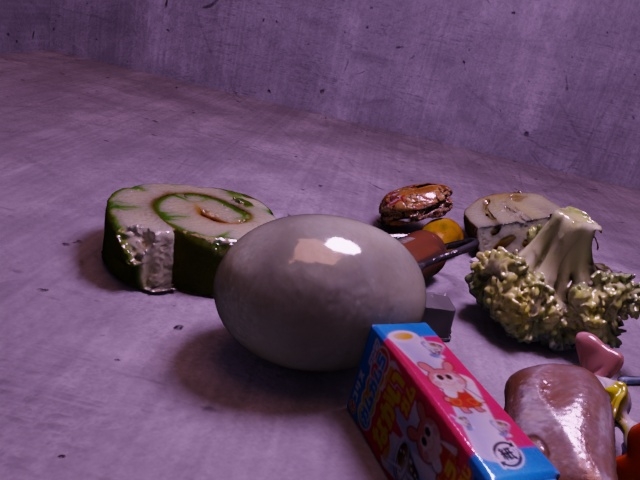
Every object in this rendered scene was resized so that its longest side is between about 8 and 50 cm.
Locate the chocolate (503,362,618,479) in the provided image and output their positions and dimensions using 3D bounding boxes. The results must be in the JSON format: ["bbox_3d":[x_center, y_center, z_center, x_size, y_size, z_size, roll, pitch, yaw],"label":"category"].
[{"bbox_3d":[0.312,0.255,0.785,0.161,0.083,0.261,-17,23,26],"label":"chocolate"}]

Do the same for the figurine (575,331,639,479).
[{"bbox_3d":[0.499,0.302,0.821,0.193,0.154,0.421,1,26,-38],"label":"figurine"}]

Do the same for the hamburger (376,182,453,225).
[{"bbox_3d":[0.264,-0.101,1.624,0.231,0.106,0.231,-8,8,1],"label":"hamburger"}]

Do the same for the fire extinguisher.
[{"bbox_3d":[0.229,0.054,1.298,0.200,0.113,0.376,12,19,30],"label":"fire extinguisher"}]

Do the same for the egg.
[{"bbox_3d":[0.003,0.084,0.929,0.352,0.258,0.258,2,24,-18],"label":"egg"}]

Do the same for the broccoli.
[{"bbox_3d":[0.483,0.060,1.210,0.348,0.281,0.293,13,34,-3],"label":"broccoli"}]

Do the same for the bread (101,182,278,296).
[{"bbox_3d":[-0.256,-0.011,1.180,0.366,0.129,0.382,23,25,22],"label":"bread"}]

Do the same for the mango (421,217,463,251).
[{"bbox_3d":[0.320,-0.007,1.547,0.111,0.089,0.163,28,33,34],"label":"mango"}]

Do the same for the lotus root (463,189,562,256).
[{"bbox_3d":[0.540,-0.039,1.684,0.267,0.149,0.260,-8,20,-3],"label":"lotus root"}]

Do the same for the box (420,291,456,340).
[{"bbox_3d":[0.206,0.145,1.142,0.122,0.069,0.084,8,22,-12],"label":"box"}]

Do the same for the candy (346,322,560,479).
[{"bbox_3d":[0.147,0.250,0.740,0.100,0.157,0.306,3,24,-22],"label":"candy"}]

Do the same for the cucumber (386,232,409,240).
[{"bbox_3d":[0.138,-0.001,1.471,0.184,0.033,0.036,-1,50,-6],"label":"cucumber"}]

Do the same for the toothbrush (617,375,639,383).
[{"bbox_3d":[0.683,0.282,1.151,0.220,0.016,0.019,6,32,-20],"label":"toothbrush"}]

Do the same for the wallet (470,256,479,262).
[{"bbox_3d":[0.442,0.067,1.537,0.044,0.011,0.083,-8,31,-41],"label":"wallet"}]

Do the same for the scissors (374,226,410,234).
[{"bbox_3d":[0.176,0.005,1.526,0.134,0.020,0.187,9,22,7],"label":"scissors"}]
